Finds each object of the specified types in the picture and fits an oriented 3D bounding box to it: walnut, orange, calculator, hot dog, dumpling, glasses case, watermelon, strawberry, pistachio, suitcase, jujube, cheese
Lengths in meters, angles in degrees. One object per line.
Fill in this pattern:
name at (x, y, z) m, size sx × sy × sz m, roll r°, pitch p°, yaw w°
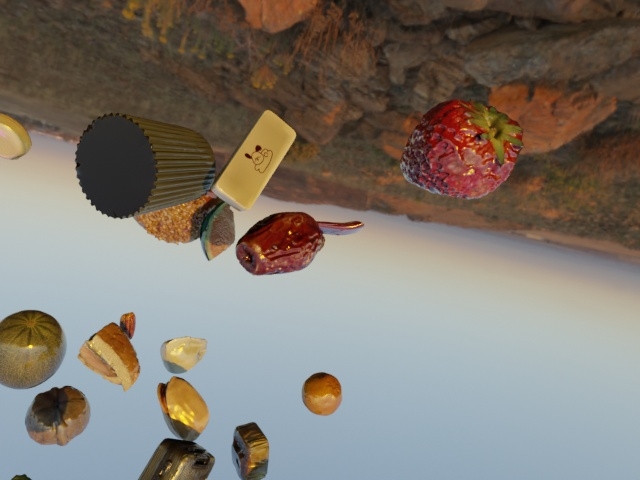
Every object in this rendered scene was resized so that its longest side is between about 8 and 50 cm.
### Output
walnut at (-1.091, 0.735, 2.144) m, size 0.248 × 0.248 × 0.248 m, roll 14°, pitch -176°, yaw -1°
orange at (0.011, 0.553, 1.862) m, size 0.159 × 0.159 × 0.136 m, roll 11°, pitch 142°, yaw -41°
calculator at (0.045, -0.041, 1.746) m, size 0.190 × 0.034 × 0.126 m, roll 1°, pitch 171°, yaw -7°
hot dog at (-0.699, 0.318, 1.864) m, size 0.062 × 0.144 × 0.038 m, roll -17°, pitch -132°, yaw -40°
dumpling at (-0.516, 0.421, 1.959) m, size 0.179 × 0.252 × 0.131 m, roll -16°, pitch -129°, yaw -18°
glasses case at (-0.203, -0.246, 1.587) m, size 0.131 × 0.313 × 0.070 m, roll 38°, pitch 160°, yaw -22°
watermelon at (-0.407, -0.026, 1.903) m, size 0.128 × 0.231 × 0.146 m, roll 5°, pitch -160°, yaw 19°
strawberry at (0.378, -0.229, 1.438) m, size 0.292 × 0.310 × 0.291 m, roll 18°, pitch -142°, yaw -15°
pistachio at (-0.480, 0.579, 1.773) m, size 0.157 × 0.229 × 0.157 m, roll -27°, pitch -175°, yaw 2°
suitcase at (-0.472, 0.766, 1.569) m, size 0.128 × 0.312 × 0.202 m, roll 23°, pitch 166°, yaw 29°
jujube at (-0.119, 0.012, 1.544) m, size 0.197 × 0.197 × 0.290 m, roll 16°, pitch -154°, yaw 34°
cheese at (-0.982, -0.347, 1.549) m, size 0.137 × 0.064 × 0.227 m, roll -15°, pitch 131°, yaw 15°

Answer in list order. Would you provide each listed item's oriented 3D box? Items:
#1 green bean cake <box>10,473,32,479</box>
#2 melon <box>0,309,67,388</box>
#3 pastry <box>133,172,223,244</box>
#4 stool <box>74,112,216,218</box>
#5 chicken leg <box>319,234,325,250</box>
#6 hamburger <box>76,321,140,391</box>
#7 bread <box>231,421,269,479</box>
green bean cake at (-0.839, 0.782, 1.408) m, size 0.208 × 0.107 × 0.193 m, roll 42°, pitch -143°, yaw 5°
melon at (-0.964, 0.353, 1.689) m, size 0.237 × 0.301 × 0.237 m, roll 22°, pitch -139°, yaw -20°
pastry at (-0.579, -0.173, 2.070) m, size 0.409 × 0.409 × 0.245 m, roll 13°, pitch -166°, yaw -16°
stool at (-0.511, -0.229, 1.573) m, size 0.297 × 0.297 × 0.330 m, roll 15°, pitch -166°, yaw 20°
chicken leg at (0.001, 0.002, 1.901) m, size 0.036 × 0.083 × 0.021 m, roll 17°, pitch 180°, yaw -41°
hamburger at (-0.655, 0.370, 1.673) m, size 0.208 × 0.135 × 0.155 m, roll 40°, pitch -153°, yaw 3°
bread at (-0.292, 0.861, 2.086) m, size 0.110 × 0.192 × 0.210 m, roll 1°, pitch -167°, yaw -27°
